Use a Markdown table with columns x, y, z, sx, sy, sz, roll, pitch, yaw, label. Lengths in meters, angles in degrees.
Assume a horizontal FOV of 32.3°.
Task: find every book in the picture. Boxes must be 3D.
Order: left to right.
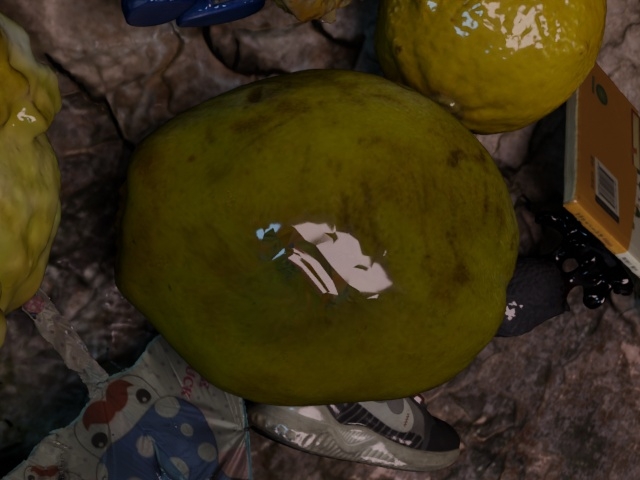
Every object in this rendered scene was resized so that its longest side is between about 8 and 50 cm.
| x | y | z | sx | sy | sz | roll | pitch | yaw | label |
| --- | --- | --- | --- | --- | --- | --- | --- | --- | --- |
| 0.336 | -0.036 | 1.118 | 0.295 | 0.020 | 0.207 | 38 | 45 | -30 | book |

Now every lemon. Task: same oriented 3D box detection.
| x | y | z | sx | sy | sz | roll | pitch | yaw | label |
| --- | --- | --- | --- | --- | --- | --- | --- | --- | --- |
| 0.145 | -0.190 | 0.938 | 0.192 | 0.192 | 0.231 | 37 | 64 | -31 | lemon |

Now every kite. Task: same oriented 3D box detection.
| x | y | z | sx | sy | sz | roll | pitch | yaw | label |
| --- | --- | --- | --- | --- | --- | --- | --- | --- | --- |
| -0.153 | 0.131 | 0.845 | 0.314 | 0.011 | 0.335 | 48 | 43 | -1 | kite |

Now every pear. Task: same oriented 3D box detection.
| x | y | z | sx | sy | sz | roll | pitch | yaw | label |
| --- | --- | --- | --- | --- | --- | --- | --- | --- | --- |
| 0.000 | 0.000 | 0.854 | 0.321 | 0.269 | 0.269 | 17 | 92 | -18 | pear |

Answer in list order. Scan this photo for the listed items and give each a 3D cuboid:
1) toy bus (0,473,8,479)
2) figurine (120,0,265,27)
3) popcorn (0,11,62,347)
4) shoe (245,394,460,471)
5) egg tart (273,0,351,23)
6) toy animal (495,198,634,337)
| x | y | z | sx | sy | sz | roll | pitch | yaw | label |
| --- | --- | --- | --- | --- | --- | --- | --- | --- | --- |
| -0.190 | 0.255 | 0.855 | 0.303 | 0.147 | 0.127 | 10 | 106 | -33 | toy bus |
| -0.119 | -0.282 | 0.814 | 0.164 | 0.121 | 0.262 | 20 | 67 | -62 | figurine |
| -0.307 | -0.022 | 0.667 | 0.312 | 0.312 | 0.312 | -7 | 104 | -29 | popcorn |
| 0.041 | 0.145 | 1.011 | 0.228 | 0.099 | 0.112 | 13 | 87 | -31 | shoe |
| 0.009 | -0.299 | 0.810 | 0.297 | 0.132 | 0.297 | -10 | 90 | -68 | egg tart |
| 0.192 | 0.049 | 1.099 | 0.210 | 0.117 | 0.121 | -24 | 70 | -5 | toy animal |
